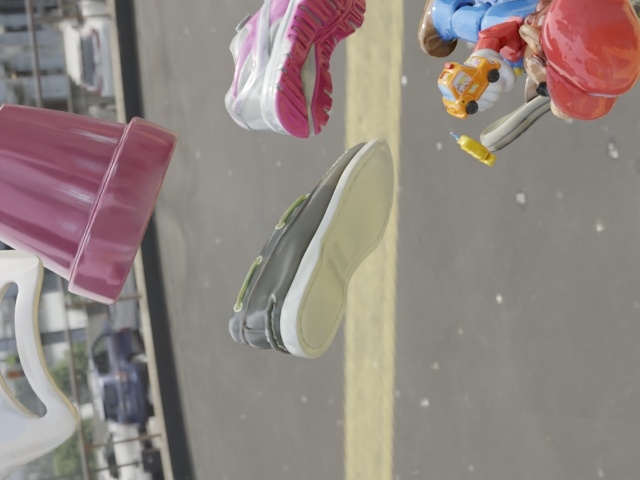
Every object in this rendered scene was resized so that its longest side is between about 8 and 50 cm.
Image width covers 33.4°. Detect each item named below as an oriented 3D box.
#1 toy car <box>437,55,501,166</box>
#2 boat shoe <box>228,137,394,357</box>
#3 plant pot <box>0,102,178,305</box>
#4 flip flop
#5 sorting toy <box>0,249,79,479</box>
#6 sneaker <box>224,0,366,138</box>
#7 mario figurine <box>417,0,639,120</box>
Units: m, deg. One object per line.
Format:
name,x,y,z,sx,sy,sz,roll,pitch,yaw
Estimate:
toy car,0.123,-0.114,0.854,0.060,0.040,0.122,-48,26,19
boat shoe,-0.002,-0.003,1.136,0.305,0.091,0.109,-62,-39,-40
plant pot,-0.267,-0.053,1.122,0.201,0.180,0.201,-159,90,-80
flip flop,0.300,-0.216,1.376,0.080,0.112,0.277,53,130,2
sorting toy,-0.105,0.037,0.306,0.045,0.075,0.083,3,-109,-71
sneaker,-0.036,-0.216,1.103,0.111,0.103,0.252,-3,55,37
mario figurine,0.234,-0.199,1.194,0.170,0.198,0.320,46,178,-29
